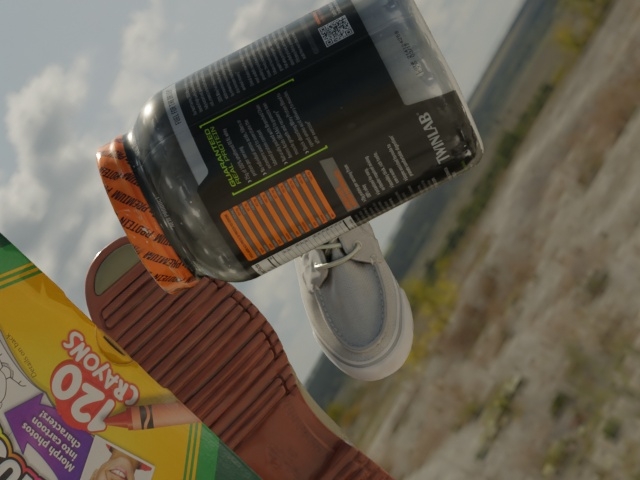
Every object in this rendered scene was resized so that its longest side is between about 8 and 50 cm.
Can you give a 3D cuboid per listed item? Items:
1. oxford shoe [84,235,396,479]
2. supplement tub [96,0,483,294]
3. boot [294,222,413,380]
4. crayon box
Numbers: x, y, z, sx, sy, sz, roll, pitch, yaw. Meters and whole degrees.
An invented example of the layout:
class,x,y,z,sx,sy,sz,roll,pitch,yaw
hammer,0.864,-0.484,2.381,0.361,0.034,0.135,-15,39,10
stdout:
class,x,y,z,sx,sy,sz,roll,pitch,yaw
oxford shoe,-0.070,0.164,1.460,0.140,0.397,0.146,-39,0,-9
supplement tub,-0.018,-0.053,0.877,0.190,0.117,0.117,-26,0,4
boot,0.000,0.000,1.444,0.095,0.258,0.123,-29,-41,7
crayon box,-0.169,0.119,0.845,0.081,0.278,0.165,-16,34,51
